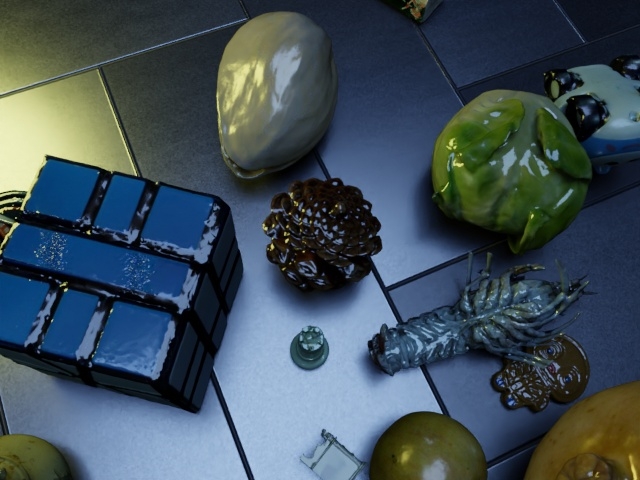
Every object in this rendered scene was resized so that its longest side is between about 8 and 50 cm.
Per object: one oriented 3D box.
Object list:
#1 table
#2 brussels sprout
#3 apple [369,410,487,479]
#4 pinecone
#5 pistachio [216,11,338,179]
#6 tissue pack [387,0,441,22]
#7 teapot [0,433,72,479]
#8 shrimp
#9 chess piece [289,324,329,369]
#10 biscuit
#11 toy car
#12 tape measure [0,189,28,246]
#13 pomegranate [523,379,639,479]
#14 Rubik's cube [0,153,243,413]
[{"bbox_3d":[0.019,0.342,0.920,0.083,0.079,0.062,37,72,13],"label":"table"},{"bbox_3d":[0.327,-0.125,1.045,0.259,0.227,0.295,7,80,6],"label":"brussels sprout"},{"bbox_3d":[0.157,0.346,0.882,0.155,0.182,0.182,22,65,38],"label":"apple"},{"bbox_3d":[0.000,0.000,0.999,0.207,0.208,0.208,1,68,-2],"label":"pinecone"},{"bbox_3d":[-0.083,-0.267,1.096,0.226,0.207,0.332,18,81,-18],"label":"pistachio"},{"bbox_3d":[0.187,-0.569,1.297,0.170,0.090,0.103,38,71,10],"label":"tissue pack"},{"bbox_3d":[-0.440,0.369,0.831,0.269,0.183,0.173,43,71,12],"label":"teapot"},{"bbox_3d":[0.277,0.124,0.990,0.410,0.166,0.222,-20,72,2],"label":"shrimp"},{"bbox_3d":[-0.017,0.171,0.975,0.067,0.103,0.067,1,68,-2],"label":"chess piece"},{"bbox_3d":[0.380,0.226,1.014,0.175,0.026,0.124,-25,70,-12],"label":"biscuit"},{"bbox_3d":[0.527,-0.223,1.112,0.188,0.190,0.255,-10,37,1],"label":"toy car"},{"bbox_3d":[-0.511,0.009,1.017,0.181,0.107,0.182,-42,76,-14],"label":"tape measure"},{"bbox_3d":[0.449,0.371,0.759,0.410,0.411,0.412,1,68,-2],"label":"pomegranate"},{"bbox_3d":[-0.293,0.080,0.902,0.288,0.293,0.284,14,70,1],"label":"Rubik's cube"}]
